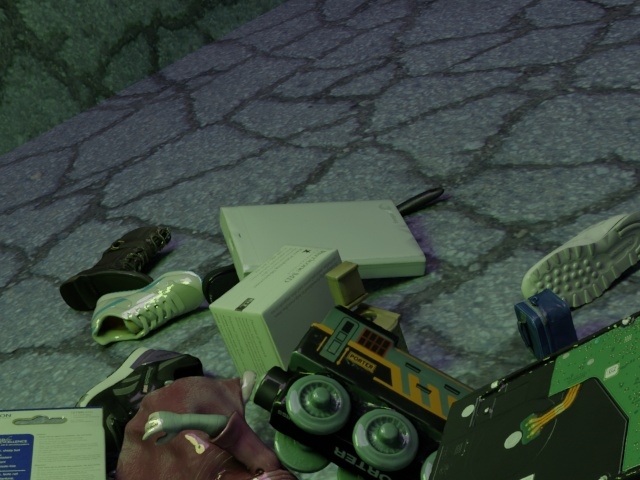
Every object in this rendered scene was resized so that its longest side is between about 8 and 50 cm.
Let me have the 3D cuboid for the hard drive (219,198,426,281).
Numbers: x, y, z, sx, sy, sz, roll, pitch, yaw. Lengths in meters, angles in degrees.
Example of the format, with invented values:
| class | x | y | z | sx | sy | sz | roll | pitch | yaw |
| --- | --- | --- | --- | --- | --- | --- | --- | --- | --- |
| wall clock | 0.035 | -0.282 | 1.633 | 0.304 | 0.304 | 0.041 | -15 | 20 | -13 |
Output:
| class | x | y | z | sx | sy | sz | roll | pitch | yaw |
| --- | --- | --- | --- | --- | --- | --- | --- | --- | --- |
| hard drive | 0.000 | 0.000 | 2.003 | 0.307 | 0.040 | 0.203 | -3 | 33 | -15 |

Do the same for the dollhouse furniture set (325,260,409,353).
| class | x | y | z | sx | sy | sz | roll | pitch | yaw |
| --- | --- | --- | --- | --- | --- | --- | --- | --- | --- |
| dollhouse furniture set | 0.036 | 0.153 | 1.663 | 0.161 | 0.182 | 0.101 | -34 | 28 | -28 |

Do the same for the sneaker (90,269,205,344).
| class | x | y | z | sx | sy | sz | roll | pitch | yaw |
| --- | --- | --- | --- | --- | --- | --- | --- | --- | --- |
| sneaker | -0.301 | 0.125 | 2.114 | 0.228 | 0.087 | 0.092 | -20 | 31 | 17 |

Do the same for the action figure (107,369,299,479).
| class | x | y | z | sx | sy | sz | roll | pitch | yaw |
| --- | --- | --- | --- | --- | --- | --- | --- | --- | --- |
| action figure | -0.111 | 0.320 | 1.497 | 0.275 | 0.248 | 0.370 | -2 | 11 | -38 |

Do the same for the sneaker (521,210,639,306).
| class | x | y | z | sx | sy | sz | roll | pitch | yaw |
| --- | --- | --- | --- | --- | --- | --- | --- | --- | --- |
| sneaker | 0.390 | 0.032 | 1.780 | 0.235 | 0.090 | 0.095 | -25 | 12 | -19 |

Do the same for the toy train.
| class | x | y | z | sx | sy | sz | roll | pitch | yaw |
| --- | --- | --- | --- | --- | --- | --- | --- | --- | --- |
| toy train | 0.091 | 0.216 | 1.409 | 0.333 | 0.142 | 0.190 | 28 | 52 | 11 |

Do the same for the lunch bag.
| class | x | y | z | sx | sy | sz | roll | pitch | yaw |
| --- | --- | --- | --- | --- | --- | --- | --- | --- | --- |
| lunch bag | 0.304 | 0.118 | 1.629 | 0.065 | 0.098 | 0.067 | -28 | 30 | -9 |

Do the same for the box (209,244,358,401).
| class | x | y | z | sx | sy | sz | roll | pitch | yaw |
| --- | --- | --- | --- | --- | --- | --- | --- | --- | --- |
| box | -0.040 | 0.128 | 1.774 | 0.119 | 0.182 | 0.181 | 5 | 34 | 44 |

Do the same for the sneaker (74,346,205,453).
| class | x | y | z | sx | sy | sz | roll | pitch | yaw |
| --- | --- | --- | --- | --- | --- | --- | --- | --- | --- |
| sneaker | -0.272 | 0.252 | 1.800 | 0.124 | 0.107 | 0.283 | -1 | 30 | 25 |

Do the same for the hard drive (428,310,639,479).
| class | x | y | z | sx | sy | sz | roll | pitch | yaw |
| --- | --- | --- | --- | --- | --- | --- | --- | --- | --- |
| hard drive | 0.245 | 0.194 | 1.159 | 0.339 | 0.064 | 0.237 | -35 | 19 | 36 |

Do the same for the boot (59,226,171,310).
| class | x | y | z | sx | sy | sz | roll | pitch | yaw |
| --- | --- | --- | --- | --- | --- | --- | --- | --- | --- |
| boot | -0.364 | 0.040 | 2.316 | 0.263 | 0.091 | 0.229 | -3 | 31 | 38 |

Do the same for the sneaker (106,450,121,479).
| class | x | y | z | sx | sy | sz | roll | pitch | yaw |
| --- | --- | --- | --- | --- | --- | --- | --- | --- | --- |
| sneaker | -0.323 | 0.357 | 1.651 | 0.211 | 0.081 | 0.080 | -26 | 10 | -37 |

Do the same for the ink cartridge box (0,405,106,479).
| class | x | y | z | sx | sy | sz | roll | pitch | yaw |
| --- | --- | --- | --- | --- | --- | --- | --- | --- | --- |
| ink cartridge box | -0.358 | 0.326 | 1.502 | 0.175 | 0.069 | 0.371 | -1 | 24 | -10 |

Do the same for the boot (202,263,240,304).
| class | x | y | z | sx | sy | sz | roll | pitch | yaw |
| --- | --- | --- | --- | --- | --- | --- | --- | --- | --- |
| boot | -0.058 | 0.092 | 1.973 | 0.246 | 0.094 | 0.207 | -18 | 31 | -17 |

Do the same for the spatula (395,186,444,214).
| class | x | y | z | sx | sy | sz | roll | pitch | yaw |
| --- | --- | --- | --- | --- | --- | --- | --- | --- | --- |
| spatula | 0.089 | -0.041 | 2.203 | 0.296 | 0.030 | 0.084 | -19 | 22 | 4 |
